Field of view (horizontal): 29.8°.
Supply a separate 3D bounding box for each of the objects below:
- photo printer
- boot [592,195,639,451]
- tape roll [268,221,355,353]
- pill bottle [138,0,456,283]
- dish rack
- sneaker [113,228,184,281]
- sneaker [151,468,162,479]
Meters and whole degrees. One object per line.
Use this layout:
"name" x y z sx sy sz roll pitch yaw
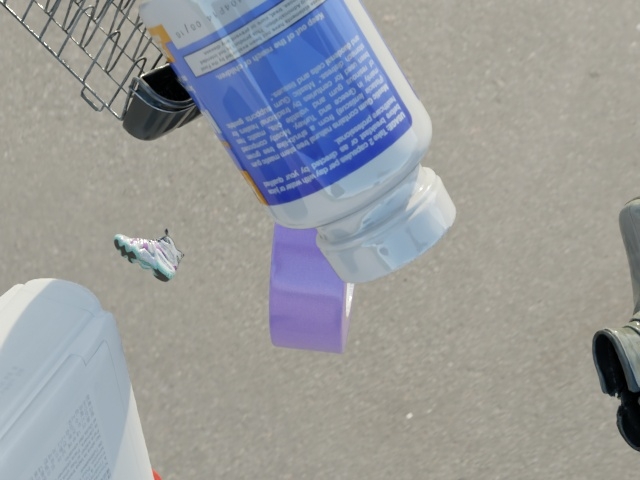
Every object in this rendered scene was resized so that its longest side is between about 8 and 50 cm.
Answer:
"photo printer" -0.233 0.220 0.935 0.107 0.308 0.256 15 46 20
"boot" 0.335 0.079 1.224 0.161 0.083 0.247 -15 83 -38
"tape roll" 0.000 0.000 1.497 0.090 0.275 0.275 6 63 6
"pill bottle" -0.008 -0.105 0.937 0.152 0.152 0.272 -42 110 -30
"dish rack" -0.174 -0.213 1.065 0.271 0.074 0.208 44 39 8
"sneaker" -0.234 0.006 1.672 0.098 0.038 0.069 37 58 -14
"sneaker" -0.178 0.403 1.469 0.107 0.118 0.279 20 47 -53
